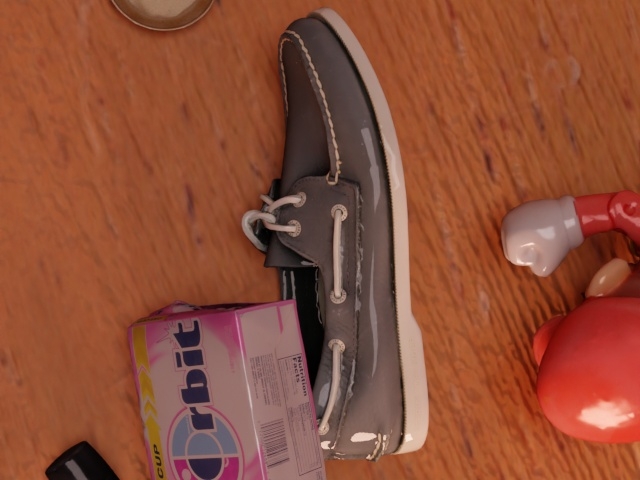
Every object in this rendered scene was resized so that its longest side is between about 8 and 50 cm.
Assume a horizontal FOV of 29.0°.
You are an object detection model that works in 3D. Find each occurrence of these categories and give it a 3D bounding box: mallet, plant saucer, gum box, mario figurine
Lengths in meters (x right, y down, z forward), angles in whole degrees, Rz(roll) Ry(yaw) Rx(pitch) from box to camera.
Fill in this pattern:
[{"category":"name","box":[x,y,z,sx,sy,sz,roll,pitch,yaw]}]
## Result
[{"category":"mallet","box":[-0.221,0.206,0.837,0.190,0.039,0.062,-29,94,-9]},{"category":"plant saucer","box":[-0.115,-0.191,0.893,0.083,0.015,0.083,1,86,-12]},{"category":"gum box","box":[-0.061,0.130,0.831,0.062,0.107,0.188,-8,88,-51]},{"category":"mario figurine","box":[0.256,0.014,0.931,0.198,0.170,0.320,28,66,27]}]

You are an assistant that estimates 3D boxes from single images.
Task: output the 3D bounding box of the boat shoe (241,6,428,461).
[{"category":"boat shoe","box":[0.000,0.000,0.857,0.099,0.116,0.319,-10,94,-17]}]
